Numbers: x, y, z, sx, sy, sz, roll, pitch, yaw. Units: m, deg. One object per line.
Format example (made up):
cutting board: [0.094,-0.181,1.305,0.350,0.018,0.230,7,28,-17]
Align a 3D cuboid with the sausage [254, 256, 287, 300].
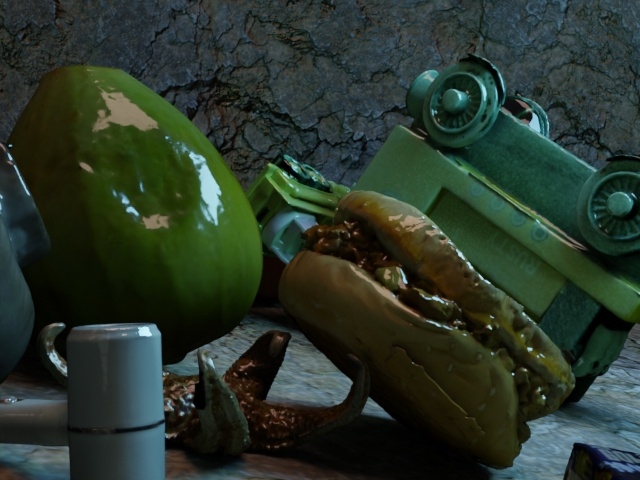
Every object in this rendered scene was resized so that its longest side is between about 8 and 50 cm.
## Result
sausage: [-0.098,0.033,1.238,0.097,0.094,0.348,27,10,30]

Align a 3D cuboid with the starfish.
starfish: [-0.074,0.088,0.586,0.189,0.074,0.146,8,6,-29]

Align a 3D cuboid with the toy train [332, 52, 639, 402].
toy train: [0.204,-0.014,0.992,0.397,0.253,0.160,41,13,34]

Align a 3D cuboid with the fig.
fig: [-0.156,-0.009,0.724,0.207,0.230,0.207,-18,30,11]

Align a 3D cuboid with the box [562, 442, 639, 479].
box: [0.209,0.159,0.288,0.198,0.084,0.310,11,4,-5]

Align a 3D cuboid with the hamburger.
hamburger: [0.067,0.061,0.671,0.213,0.108,0.214,38,-11,9]

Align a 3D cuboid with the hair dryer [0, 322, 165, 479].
hair dryer: [-0.141,0.085,0.493,0.137,0.082,0.047,-4,-3,25]

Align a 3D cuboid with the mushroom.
mushroom: [-0.214,0.032,0.539,0.141,0.117,0.188,-24,-16,-19]

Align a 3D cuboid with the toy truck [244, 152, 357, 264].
toy truck: [0.000,-0.002,1.156,0.135,0.128,0.259,47,16,23]
